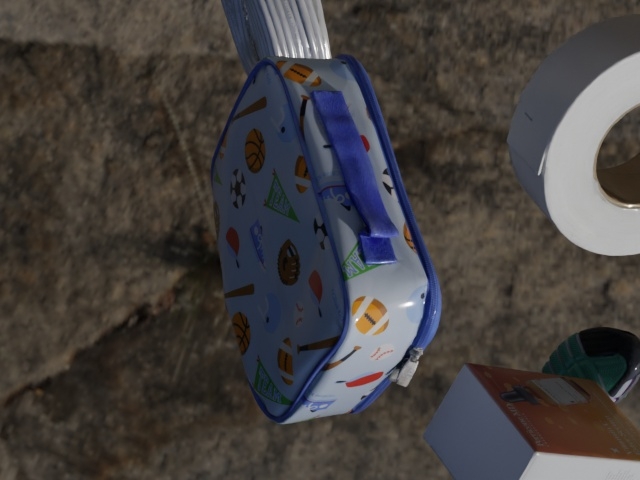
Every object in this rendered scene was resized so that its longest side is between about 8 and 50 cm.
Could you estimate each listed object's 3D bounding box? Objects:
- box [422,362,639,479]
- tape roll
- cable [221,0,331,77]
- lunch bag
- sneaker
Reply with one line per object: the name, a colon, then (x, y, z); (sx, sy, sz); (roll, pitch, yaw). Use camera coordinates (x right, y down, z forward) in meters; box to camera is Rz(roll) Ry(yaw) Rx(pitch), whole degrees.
box: (0.205, 0.192, 1.210); (0.170, 0.130, 0.091); (10, 118, -34)
tape roll: (0.375, -0.126, 1.601); (0.286, 0.100, 0.286); (-10, 124, -15)
cable: (-0.058, -0.273, 1.629); (0.089, 0.257, 0.257); (-18, 132, -10)
lunch bag: (0.000, 0.000, 1.151); (0.115, 0.303, 0.243); (-3, 149, -27)
sneaker: (0.282, 0.152, 1.374); (0.098, 0.083, 0.223); (0, 151, -30)
